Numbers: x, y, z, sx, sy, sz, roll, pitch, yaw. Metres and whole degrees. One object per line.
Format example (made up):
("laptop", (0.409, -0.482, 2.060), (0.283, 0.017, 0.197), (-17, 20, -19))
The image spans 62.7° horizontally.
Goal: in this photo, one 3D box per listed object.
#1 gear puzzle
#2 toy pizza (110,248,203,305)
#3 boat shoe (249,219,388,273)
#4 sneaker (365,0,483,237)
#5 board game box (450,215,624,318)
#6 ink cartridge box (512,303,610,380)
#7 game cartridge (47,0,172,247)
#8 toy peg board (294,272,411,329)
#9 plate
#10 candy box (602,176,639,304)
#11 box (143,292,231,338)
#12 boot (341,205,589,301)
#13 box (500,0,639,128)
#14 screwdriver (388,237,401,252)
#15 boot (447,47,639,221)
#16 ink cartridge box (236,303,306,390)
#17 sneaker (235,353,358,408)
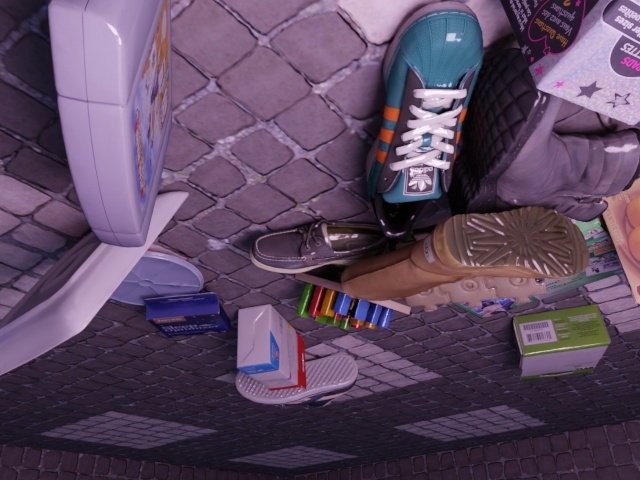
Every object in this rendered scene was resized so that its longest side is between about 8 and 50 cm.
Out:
("gear puzzle", (0.204, 0.043, 0.912), (0.339, 0.044, 0.175), (-9, 124, 24))
("toy pizza", (-0.313, 0.063, 0.945), (0.202, 0.032, 0.201), (-3, 148, -2))
("boat shoe", (0.001, 0.001, 0.834), (0.224, 0.080, 0.073), (-1, 143, -13))
("sneaker", (0.119, -0.114, 0.606), (0.108, 0.120, 0.302), (0, 148, -5))
("board game box", (0.386, 0.053, 0.976), (0.317, 0.046, 0.214), (-27, 140, 35))
("ink cartridge box", (0.573, 0.260, 1.285), (0.189, 0.096, 0.255), (-11, 149, 12))
("game cartridge", (-0.179, -0.127, 0.488), (0.062, 0.198, 0.297), (5, 148, -13))
("toy peg board", (0.048, 0.126, 0.965), (0.161, 0.079, 0.161), (21, 173, -35))
("plate", (-0.335, 0.050, 0.723), (0.278, 0.277, 0.045), (-26, 117, 32))
("candy box", (0.561, -0.046, 0.696), (0.088, 0.182, 0.316), (18, 143, -31))
("box", (-0.261, 0.155, 1.054), (0.137, 0.036, 0.225), (-5, 158, -4))
("boot", (0.187, 0.030, 0.739), (0.236, 0.089, 0.269), (6, 163, -20))
("box", (0.302, -0.192, 0.453), (0.248, 0.163, 0.142), (11, 144, -21))
("screwdriver", (0.117, 0.027, 0.886), (0.024, 0.025, 0.169), (14, 133, 10))
("boot", (0.293, -0.117, 0.646), (0.223, 0.118, 0.338), (-6, 160, 1))
("ink cartridge box", (-0.103, 0.249, 1.170), (0.078, 0.134, 0.231), (-12, 147, 13))
("sneaker", (-0.060, 0.388, 1.409), (0.322, 0.126, 0.127), (-4, 143, -2))
